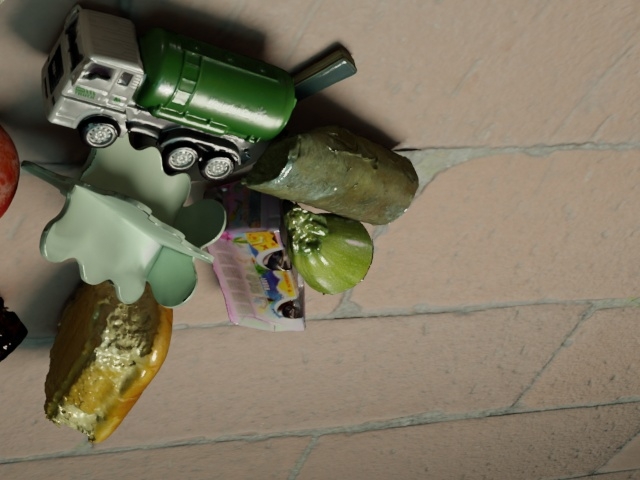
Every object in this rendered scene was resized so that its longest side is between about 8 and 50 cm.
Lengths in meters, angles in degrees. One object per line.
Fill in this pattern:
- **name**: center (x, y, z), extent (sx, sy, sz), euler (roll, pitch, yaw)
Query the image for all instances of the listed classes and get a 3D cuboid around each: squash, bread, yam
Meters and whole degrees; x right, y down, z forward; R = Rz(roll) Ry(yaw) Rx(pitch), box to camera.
- **squash**: center (-0.007, 0.005, 1.290), extent (0.105, 0.105, 0.132), euler (-25, 160, 17)
- **bread**: center (-0.280, 0.147, 1.438), extent (0.121, 0.174, 0.245), euler (16, 130, -32)
- **yam**: center (0.008, -0.081, 1.234), extent (0.106, 0.106, 0.259), euler (-32, 154, 26)

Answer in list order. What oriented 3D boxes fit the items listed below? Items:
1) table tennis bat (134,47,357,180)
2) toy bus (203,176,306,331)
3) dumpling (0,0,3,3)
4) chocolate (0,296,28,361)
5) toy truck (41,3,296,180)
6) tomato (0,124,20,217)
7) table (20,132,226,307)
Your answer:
- **table tennis bat**: center (-0.083, -0.141, 1.216), extent (0.274, 0.021, 0.154), euler (-25, 145, 21)
- **toy bus**: center (-0.078, 0.025, 1.406), extent (0.112, 0.090, 0.274), euler (-4, 147, 4)
- **dumpling**: center (-0.320, -0.237, 0.893), extent (0.199, 0.118, 0.136), euler (-53, 136, -7)
- **chocolate**: center (-0.460, 0.086, 1.345), extent (0.156, 0.156, 0.133), euler (-14, 120, -1)
- **toy truck**: center (-0.148, -0.148, 1.088), extent (0.243, 0.101, 0.125), euler (12, 134, -32)
- **tomato**: center (-0.403, -0.064, 1.091), extent (0.187, 0.151, 0.187), euler (-6, 148, -4)
- **table**: center (-0.216, -0.028, 1.176), extent (0.167, 0.166, 0.198), euler (-23, 154, 13)
